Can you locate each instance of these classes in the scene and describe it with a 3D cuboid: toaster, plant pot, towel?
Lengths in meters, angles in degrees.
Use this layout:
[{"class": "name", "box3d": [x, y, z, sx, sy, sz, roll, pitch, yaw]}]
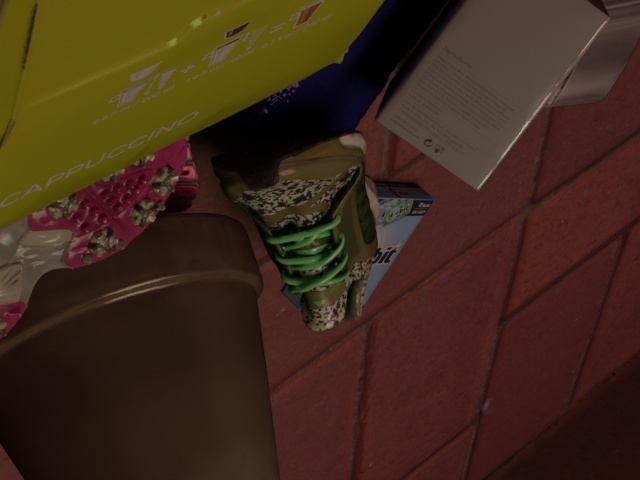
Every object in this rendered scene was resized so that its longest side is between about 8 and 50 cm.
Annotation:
[{"class": "toaster", "box3d": [0.315, -0.266, 1.808, 0.146, 0.129, 0.227, -18, 144, -41]}, {"class": "plant pot", "box3d": [-0.176, 0.168, 1.402, 0.323, 0.280, 0.323, -20, 163, -6]}, {"class": "towel", "box3d": [0.038, -0.235, 1.511, 0.308, 0.076, 0.228, -53, 160, 13]}]

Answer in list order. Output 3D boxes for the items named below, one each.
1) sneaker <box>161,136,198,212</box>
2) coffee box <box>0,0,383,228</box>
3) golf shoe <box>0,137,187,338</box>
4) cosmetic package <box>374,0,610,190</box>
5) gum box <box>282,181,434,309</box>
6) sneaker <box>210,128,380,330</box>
[{"class": "sneaker", "box3d": [-0.158, -0.114, 1.401, 0.063, 0.075, 0.170, -15, 120, -20]}, {"class": "coffee box", "box3d": [-0.140, -0.248, 0.810, 0.338, 0.334, 0.338, -30, 171, -30]}, {"class": "golf shoe", "box3d": [-0.255, -0.022, 1.207, 0.306, 0.140, 0.115, -38, 140, -15]}, {"class": "cosmetic package", "box3d": [0.184, -0.201, 1.537, 0.224, 0.138, 0.224, -55, -176, 18]}, {"class": "gum box", "box3d": [0.051, 0.007, 1.898, 0.157, 0.041, 0.184, 0, 127, -56]}, {"class": "sneaker", "box3d": [0.000, 0.000, 1.550, 0.158, 0.182, 0.410, -14, 166, 11]}]
